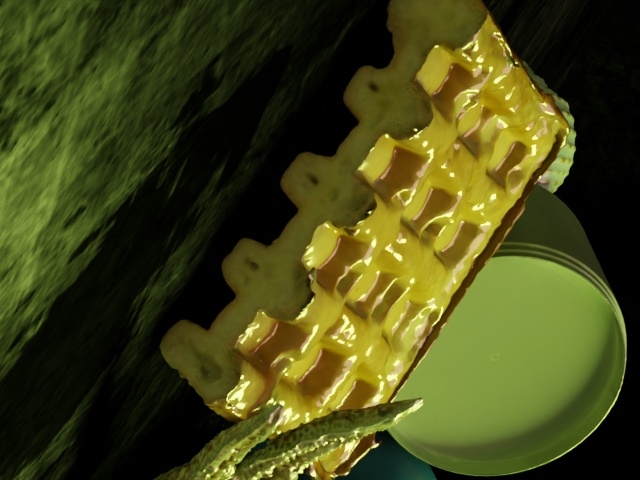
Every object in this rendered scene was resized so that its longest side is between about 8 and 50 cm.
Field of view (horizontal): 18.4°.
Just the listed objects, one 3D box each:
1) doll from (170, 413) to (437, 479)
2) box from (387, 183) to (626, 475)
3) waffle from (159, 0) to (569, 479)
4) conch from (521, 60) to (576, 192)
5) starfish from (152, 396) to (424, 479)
[{"bbox_3d":[-0.025,0.267,1.707,0.310,0.284,0.240,-22,144,-58],"label":"doll"},{"bbox_3d":[0.141,0.073,1.710,0.226,0.226,0.149,-59,-161,22],"label":"box"},{"bbox_3d":[0.045,0.004,1.457,0.348,0.077,0.304,-56,156,-3],"label":"waffle"},{"bbox_3d":[0.138,-0.078,1.792,0.200,0.172,0.131,-60,147,-27],"label":"conch"},{"bbox_3d":[-0.081,0.207,1.402,0.358,0.078,0.347,-34,151,-2],"label":"starfish"}]
